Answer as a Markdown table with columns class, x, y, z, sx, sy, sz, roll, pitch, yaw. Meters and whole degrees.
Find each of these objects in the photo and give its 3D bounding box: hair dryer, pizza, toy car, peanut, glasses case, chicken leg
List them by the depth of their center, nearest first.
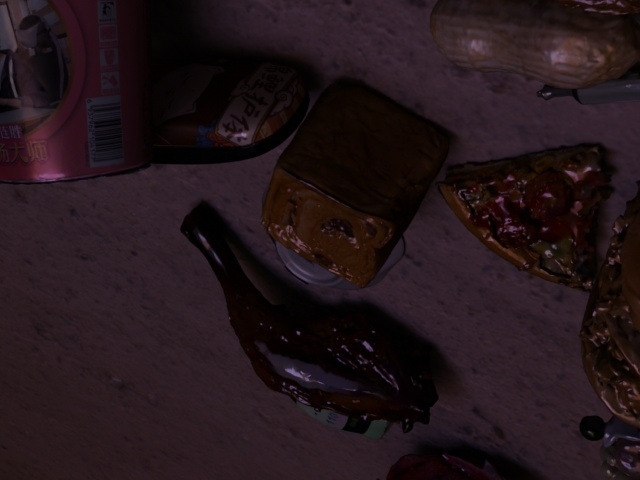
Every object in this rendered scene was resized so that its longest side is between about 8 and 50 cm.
| class | x | y | z | sx | sy | sz | roll | pitch | yaw |
| --- | --- | --- | --- | --- | --- | --- | --- | --- | --- |
| peanut | 0.183 | -0.181 | 1.064 | 0.206 | 0.087 | 0.087 | 18 | 141 | 41 |
| hair dryer | 0.271 | -0.142 | 1.091 | 0.197 | 0.057 | 0.100 | 0 | 128 | 46 |
| pizza | 0.216 | -0.034 | 1.241 | 0.201 | 0.053 | 0.193 | 32 | 143 | 6 |
| glasses case | -0.156 | -0.144 | 1.358 | 0.320 | 0.122 | 0.082 | 4 | 133 | 35 |
| chicken leg | -0.034 | 0.114 | 1.540 | 0.407 | 0.096 | 0.158 | 37 | 111 | 9 |
| toy car | -0.001 | 0.189 | 1.636 | 0.224 | 0.076 | 0.090 | 30 | 144 | 8 |

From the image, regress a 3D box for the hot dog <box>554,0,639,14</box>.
| class | x | y | z | sx | sy | sz | roll | pitch | yaw |
| --- | --- | --- | --- | --- | --- | --- | --- | --- | --- |
| hot dog | 0.247 | -0.227 | 0.927 | 0.259 | 0.175 | 0.114 | 3 | 108 | 39 |

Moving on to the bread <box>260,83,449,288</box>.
| class | x | y | z | sx | sy | sz | roll | pitch | yaw |
| --- | --- | --- | --- | --- | --- | --- | --- | --- | --- |
| bread | 0.031 | -0.060 | 1.289 | 0.158 | 0.143 | 0.149 | 35 | 149 | 2 |

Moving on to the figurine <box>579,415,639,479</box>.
| class | x | y | z | sx | sy | sz | roll | pitch | yaw |
| --- | --- | --- | --- | --- | --- | --- | --- | --- | --- |
| figurine | 0.362 | 0.207 | 1.353 | 0.147 | 0.094 | 0.197 | 7 | 135 | 17 |

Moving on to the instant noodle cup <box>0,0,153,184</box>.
| class | x | y | z | sx | sy | sz | roll | pitch | yaw |
| --- | --- | --- | --- | --- | --- | --- | --- | --- | --- |
| instant noodle cup | -0.266 | -0.192 | 1.230 | 0.243 | 0.244 | 0.255 | 4 | 106 | 35 |

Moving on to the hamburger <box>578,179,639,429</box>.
| class | x | y | z | sx | sy | sz | roll | pitch | yaw |
| --- | --- | --- | --- | --- | --- | --- | --- | --- | --- |
| hamburger | 0.351 | 0.053 | 1.098 | 0.211 | 0.245 | 0.261 | 116 | 137 | -61 |

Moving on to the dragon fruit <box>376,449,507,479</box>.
| class | x | y | z | sx | sy | sz | roll | pitch | yaw |
| --- | --- | --- | --- | --- | --- | --- | --- | --- | --- |
| dragon fruit | 0.160 | 0.438 | 1.635 | 0.250 | 0.269 | 0.291 | 30 | 140 | 25 |

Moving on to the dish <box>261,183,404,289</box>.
| class | x | y | z | sx | sy | sz | roll | pitch | yaw |
| --- | --- | --- | --- | --- | --- | --- | --- | --- | --- |
| dish | 0.000 | 0.000 | 1.438 | 0.190 | 0.066 | 0.191 | 21 | 141 | 18 |
